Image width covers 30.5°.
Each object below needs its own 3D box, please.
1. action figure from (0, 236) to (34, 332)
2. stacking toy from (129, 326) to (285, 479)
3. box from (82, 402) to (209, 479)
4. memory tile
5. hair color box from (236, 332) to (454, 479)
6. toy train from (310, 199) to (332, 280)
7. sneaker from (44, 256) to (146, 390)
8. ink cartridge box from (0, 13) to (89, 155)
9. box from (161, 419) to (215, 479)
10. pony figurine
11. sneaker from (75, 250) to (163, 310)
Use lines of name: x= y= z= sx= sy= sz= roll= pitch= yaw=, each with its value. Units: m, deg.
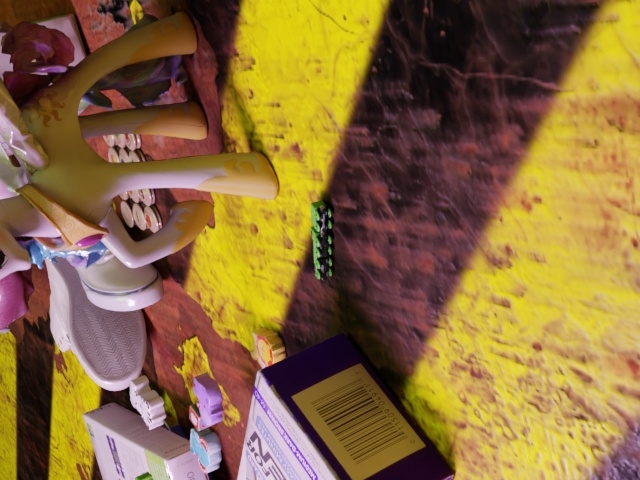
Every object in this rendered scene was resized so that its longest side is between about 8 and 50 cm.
action figure: x=-0.576 y=-0.021 z=1.891 sx=0.248 sy=0.276 sz=0.370 roll=60 pitch=166 yaw=31
stacking toy: x=-0.124 y=0.207 z=1.305 sx=0.052 sy=0.167 sz=0.221 roll=46 pitch=144 yaw=37
box: x=-0.228 y=0.369 z=1.655 sx=0.322 sy=0.058 sz=0.232 roll=8 pitch=116 yaw=60
memory tile: x=-0.242 y=-0.083 z=1.489 sx=0.113 sy=0.012 sz=0.148 roll=16 pitch=123 yaw=58
hair color box: x=0.005 y=0.273 z=1.183 sx=0.185 sy=0.110 sz=0.339 roll=51 pitch=149 yaw=30
toy train: x=0.000 y=0.000 z=1.098 sx=0.023 sy=0.017 sz=0.083 roll=-128 pitch=30 yaw=-49
sneaker: x=-0.324 y=0.133 z=1.703 sx=0.169 sy=0.108 sz=0.292 roll=98 pitch=151 yaw=-46
ink cartridge box: x=-0.452 y=-0.181 z=1.592 sx=0.353 sy=0.207 sz=0.119 roll=-17 pitch=92 yaw=64
box: x=-0.186 y=0.359 z=1.667 sx=0.136 sy=0.036 sz=0.225 roll=51 pitch=148 yaw=31
pony figurine: x=-0.274 y=-0.104 z=1.147 sx=0.351 sy=0.363 sz=0.303 roll=62 pitch=153 yaw=15
sneaker: x=-0.288 y=0.014 z=1.551 sx=0.258 sy=0.094 sz=0.091 roll=31 pitch=139 yaw=51
